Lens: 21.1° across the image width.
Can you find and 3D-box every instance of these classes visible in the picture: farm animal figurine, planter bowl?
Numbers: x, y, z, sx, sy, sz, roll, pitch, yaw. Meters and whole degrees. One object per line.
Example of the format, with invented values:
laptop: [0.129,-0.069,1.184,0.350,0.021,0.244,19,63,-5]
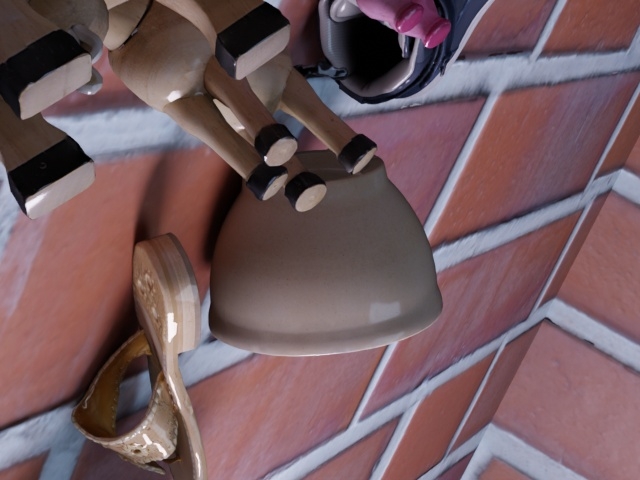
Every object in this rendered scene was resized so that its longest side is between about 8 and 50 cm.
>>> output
farm animal figurine: [-0.074,-0.136,0.697,0.326,0.172,0.330,-29,156,-38]
planter bowl: [0.000,0.000,1.167,0.162,0.162,0.109,-32,123,-57]

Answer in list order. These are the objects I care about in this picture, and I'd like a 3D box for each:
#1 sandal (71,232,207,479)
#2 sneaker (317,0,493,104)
sandal: [-0.125,0.096,1.114,0.079,0.088,0.240,-17,137,-20]
sneaker: [0.080,-0.191,1.157,0.226,0.086,0.163,-63,166,16]
